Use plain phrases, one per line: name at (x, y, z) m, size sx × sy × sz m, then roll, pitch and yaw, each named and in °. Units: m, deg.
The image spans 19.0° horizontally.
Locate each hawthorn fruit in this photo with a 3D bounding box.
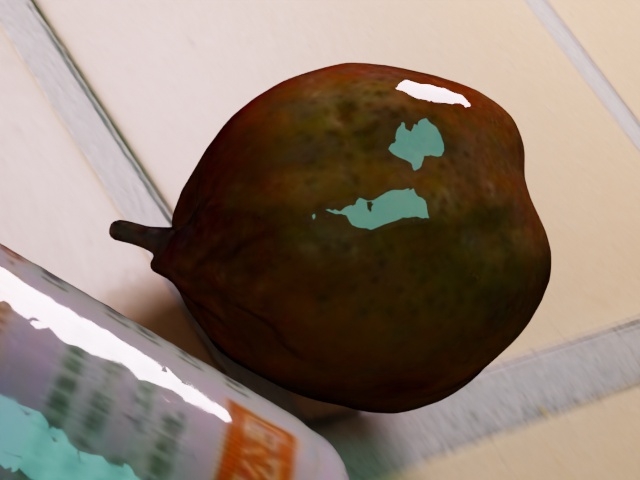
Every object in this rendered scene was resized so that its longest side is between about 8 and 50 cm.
hawthorn fruit at (0.000, 0.000, 1.095) m, size 0.248 × 0.208 × 0.208 m, roll -7°, pitch 56°, yaw -27°

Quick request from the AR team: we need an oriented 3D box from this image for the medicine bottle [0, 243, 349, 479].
medicine bottle at (-0.198, 0.086, 0.777) m, size 0.388 × 0.219 × 0.219 m, roll 32°, pitch 37°, yaw -13°
